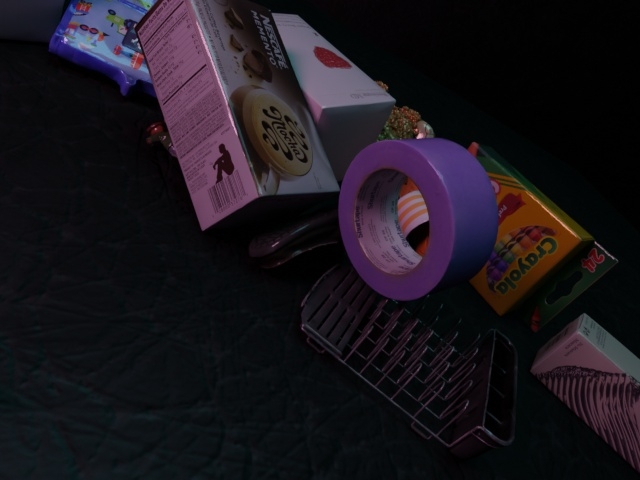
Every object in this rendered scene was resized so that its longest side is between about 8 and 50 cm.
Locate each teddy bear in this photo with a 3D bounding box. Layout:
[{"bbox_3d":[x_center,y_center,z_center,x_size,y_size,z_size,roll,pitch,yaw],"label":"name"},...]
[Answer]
[{"bbox_3d":[0.150,-0.230,1.052,0.338,0.113,0.244,15,57,-44],"label":"teddy bear"}]

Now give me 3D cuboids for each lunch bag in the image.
[{"bbox_3d":[-0.313,-0.340,0.827,0.221,0.138,0.293,19,45,-27],"label":"lunch bag"}]

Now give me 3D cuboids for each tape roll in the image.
[{"bbox_3d":[0.110,-0.027,0.580,0.080,0.189,0.189,-12,52,-35],"label":"tape roll"}]

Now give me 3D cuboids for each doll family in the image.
[{"bbox_3d":[-0.182,-0.177,0.748,0.111,0.076,0.193,40,26,15],"label":"doll family"}]

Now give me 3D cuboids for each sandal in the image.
[{"bbox_3d":[0.162,-0.055,0.895,0.076,0.101,0.265,10,38,-16],"label":"sandal"}]

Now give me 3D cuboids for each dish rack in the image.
[{"bbox_3d":[0.112,0.123,0.603,0.272,0.074,0.208,38,29,6],"label":"dish rack"}]

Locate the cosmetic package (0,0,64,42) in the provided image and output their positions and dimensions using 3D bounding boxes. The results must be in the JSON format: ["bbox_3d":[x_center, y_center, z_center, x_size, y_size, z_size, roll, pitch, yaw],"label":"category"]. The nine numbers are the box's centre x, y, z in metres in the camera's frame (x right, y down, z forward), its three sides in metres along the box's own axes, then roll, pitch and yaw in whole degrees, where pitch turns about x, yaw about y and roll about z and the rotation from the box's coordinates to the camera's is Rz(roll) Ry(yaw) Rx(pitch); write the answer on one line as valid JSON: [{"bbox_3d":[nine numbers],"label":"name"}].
[{"bbox_3d":[-0.547,-0.378,0.589,0.217,0.156,0.385,43,29,13],"label":"cosmetic package"}]

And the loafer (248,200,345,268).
[{"bbox_3d":[0.000,0.000,0.660,0.220,0.080,0.078,-23,106,-42],"label":"loafer"}]

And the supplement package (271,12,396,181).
[{"bbox_3d":[-0.047,-0.254,0.858,0.178,0.175,0.293,-19,58,-40],"label":"supplement package"}]

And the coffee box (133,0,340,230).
[{"bbox_3d":[-0.111,-0.175,0.654,0.168,0.119,0.297,-10,77,-53],"label":"coffee box"}]

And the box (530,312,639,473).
[{"bbox_3d":[0.476,0.255,0.744,0.275,0.113,0.094,44,31,18],"label":"box"}]

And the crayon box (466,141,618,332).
[{"bbox_3d":[0.344,-0.008,0.898,0.081,0.202,0.318,-1,44,-46],"label":"crayon box"}]
